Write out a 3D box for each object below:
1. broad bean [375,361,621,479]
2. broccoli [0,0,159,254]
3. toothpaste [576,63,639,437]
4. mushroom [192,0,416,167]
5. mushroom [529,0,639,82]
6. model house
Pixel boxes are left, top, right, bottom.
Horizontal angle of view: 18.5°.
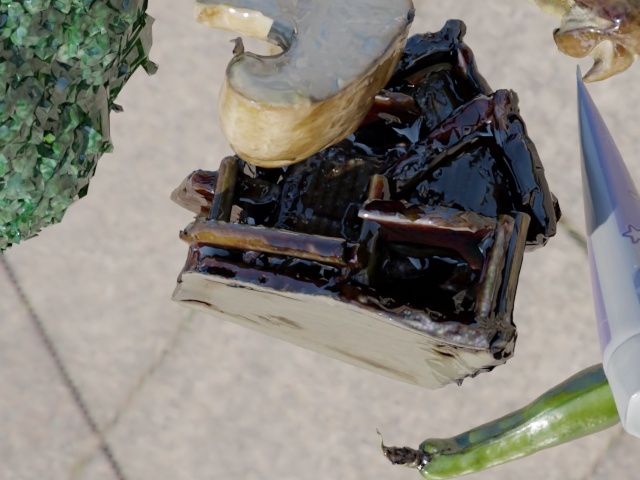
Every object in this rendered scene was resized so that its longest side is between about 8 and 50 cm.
[{"bbox_3d":[0.206,0.150,1.732,0.318,0.098,0.056,-18,62,-6],"label":"broad bean"},{"bbox_3d":[-0.186,-0.099,0.668,0.294,0.265,0.245,-57,35,20],"label":"broccoli"},{"bbox_3d":[0.247,0.008,1.624,0.080,0.125,0.371,-14,41,5],"label":"toothpaste"},{"bbox_3d":[-0.017,-0.133,1.430,0.285,0.156,0.151,-75,-3,-49],"label":"mushroom"},{"bbox_3d":[0.134,-0.144,1.135,0.061,0.060,0.187,-33,31,-10],"label":"mushroom"},{"bbox_3d":[0.046,-0.056,1.606,0.317,0.297,0.282,128,164,-76],"label":"model house"}]
